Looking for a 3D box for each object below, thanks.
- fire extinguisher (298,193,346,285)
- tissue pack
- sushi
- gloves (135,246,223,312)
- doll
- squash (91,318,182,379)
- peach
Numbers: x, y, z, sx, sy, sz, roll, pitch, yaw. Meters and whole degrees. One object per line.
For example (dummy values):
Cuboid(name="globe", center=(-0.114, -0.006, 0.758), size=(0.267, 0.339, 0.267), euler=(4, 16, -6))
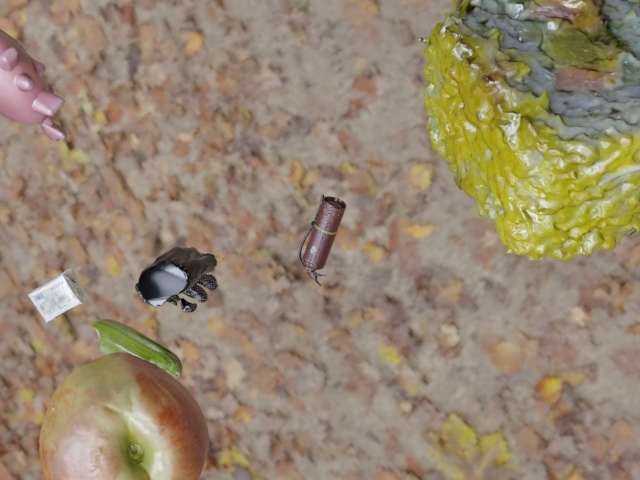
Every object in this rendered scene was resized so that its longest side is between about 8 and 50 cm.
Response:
Cuboid(name="fire extinguisher", center=(0.000, 0.000, 1.712), size=(0.056, 0.039, 0.132), euler=(29, 115, 19))
Cuboid(name="tissue pack", center=(-0.443, 0.094, 1.955), size=(0.083, 0.042, 0.062), euler=(-29, 95, 23))
Cuboid(name="sushi", center=(0.329, -0.188, 1.460), size=(0.240, 0.351, 0.396), euler=(87, 160, -48))
Cuboid(name="gloves", center=(-0.257, 0.061, 2.169), size=(0.106, 0.181, 0.129), euler=(29, 106, 11))
Cuboid(name="doll", center=(-0.445, -0.231, 1.637), size=(0.211, 0.093, 0.262), euler=(29, 162, 45))
Cuboid(name="squash", center=(-0.334, 0.196, 2.062), size=(0.239, 0.069, 0.069), euler=(23, 129, 40))
Cuboid(name="peach", center=(-0.281, 0.269, 1.600), size=(0.257, 0.232, 0.232), euler=(10, 125, 66))
